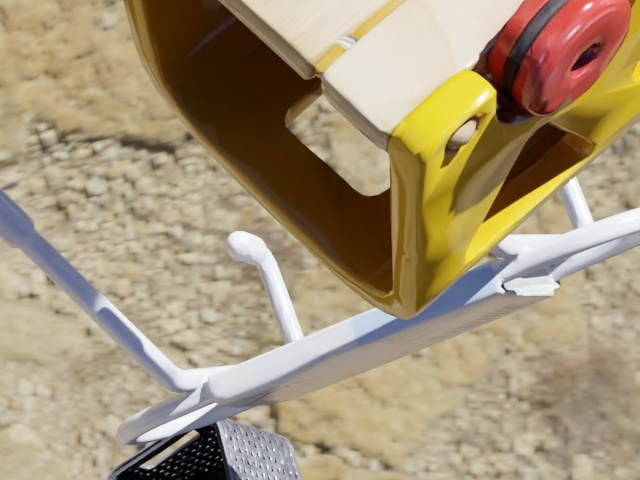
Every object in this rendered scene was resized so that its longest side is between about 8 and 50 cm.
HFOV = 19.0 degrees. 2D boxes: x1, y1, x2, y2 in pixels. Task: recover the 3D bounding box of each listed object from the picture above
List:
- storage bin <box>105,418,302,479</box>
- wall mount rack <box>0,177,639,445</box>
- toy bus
[{"bbox_3d":[-0.071,0.227,1.345,0.084,0.122,0.180,24,39,-45],"label":"storage bin"},{"bbox_3d":[0.000,0.000,1.011,0.304,0.350,0.130,4,63,-66],"label":"wall mount rack"},{"bbox_3d":[0.054,-0.078,0.399,0.202,0.104,0.191,2,63,3],"label":"toy bus"}]
